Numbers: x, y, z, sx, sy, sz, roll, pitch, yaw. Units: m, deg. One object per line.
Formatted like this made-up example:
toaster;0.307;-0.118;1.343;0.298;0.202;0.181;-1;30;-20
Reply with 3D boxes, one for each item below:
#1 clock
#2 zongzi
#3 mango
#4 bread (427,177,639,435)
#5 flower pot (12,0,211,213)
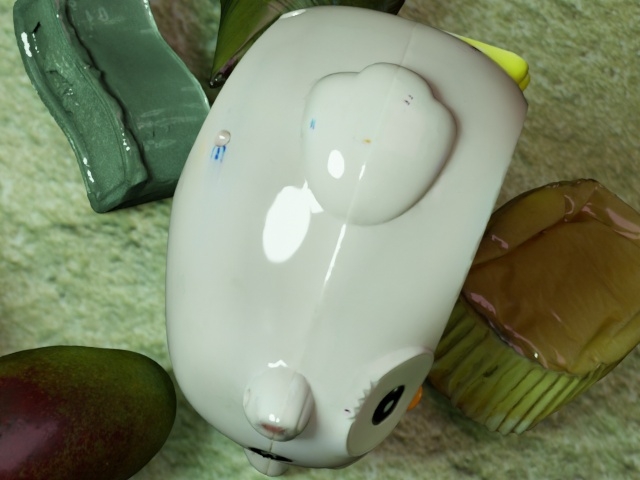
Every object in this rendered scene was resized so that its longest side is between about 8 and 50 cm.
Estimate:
clock;0.000;0.000;1.189;0.251;0.368;0.376;21;73;2
zongzi;-0.079;-0.296;1.454;0.300;0.138;0.286;-32;82;-41
mango;-0.214;0.148;1.100;0.133;0.111;0.267;49;41;15
bread;0.220;0.066;1.439;0.204;0.156;0.288;43;49;4
flower pot;-0.190;-0.144;1.298;0.108;0.103;0.229;-19;76;-40
